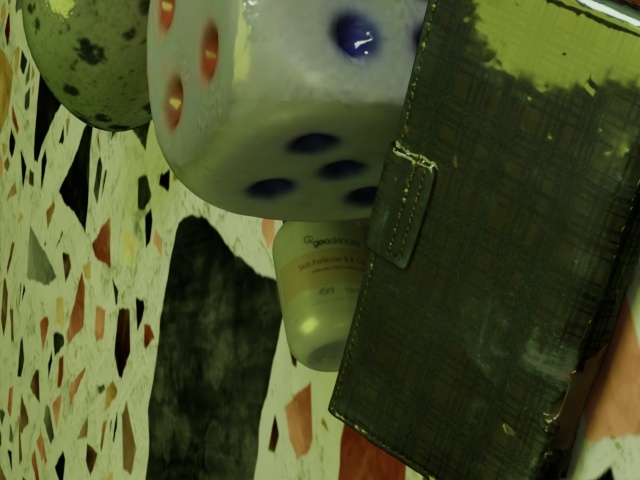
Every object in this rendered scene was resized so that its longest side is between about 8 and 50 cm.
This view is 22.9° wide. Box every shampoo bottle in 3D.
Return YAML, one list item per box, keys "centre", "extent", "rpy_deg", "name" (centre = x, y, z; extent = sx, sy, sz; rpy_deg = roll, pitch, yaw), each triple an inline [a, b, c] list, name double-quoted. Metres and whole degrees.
- centre: [0.000, 0.000, 1.161]
  extent: [0.074, 0.074, 0.192]
  rpy_deg: [126, 142, -51]
  name: "shampoo bottle"

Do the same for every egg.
- centre: [-0.195, -0.204, 1.502]
  extent: [0.177, 0.177, 0.228]
  rpy_deg: [-111, 21, -43]
  name: "egg"

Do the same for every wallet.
- centre: [0.103, 0.002, 0.902]
  extent: [0.169, 0.044, 0.317]
  rpy_deg: [30, 120, 32]
  name: "wallet"

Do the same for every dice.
- centre: [0.000, -0.129, 1.032]
  extent: [0.192, 0.194, 0.193]
  rpy_deg: [134, 136, -57]
  name: "dice"
